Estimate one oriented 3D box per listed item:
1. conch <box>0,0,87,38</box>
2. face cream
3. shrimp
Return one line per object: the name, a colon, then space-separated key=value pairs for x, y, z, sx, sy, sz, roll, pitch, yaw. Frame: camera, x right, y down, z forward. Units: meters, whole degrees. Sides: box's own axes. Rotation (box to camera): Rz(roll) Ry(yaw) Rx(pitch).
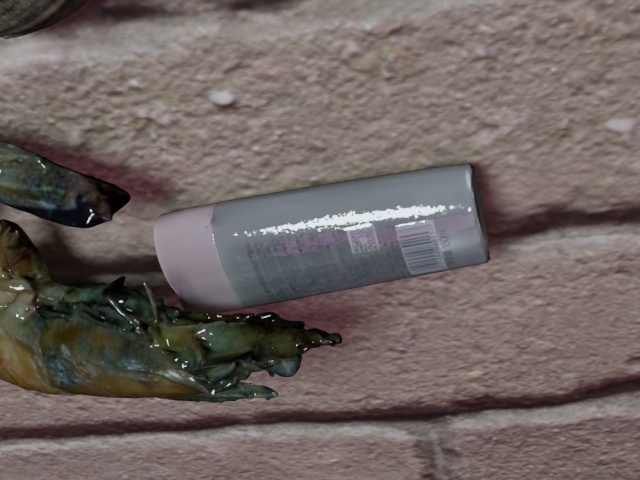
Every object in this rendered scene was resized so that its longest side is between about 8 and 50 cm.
conch: x=-0.206 y=-0.202 z=0.598 sx=0.207 sy=0.130 sz=0.155 roll=-26 pitch=164 yaw=-1
face cream: x=0.000 y=0.000 z=0.768 sx=0.270 sy=0.073 sz=0.107 roll=-11 pitch=125 yaw=14
shrimp: x=-0.191 y=0.029 z=0.749 sx=0.445 sy=0.085 sz=0.272 roll=8 pitch=129 yaw=24
